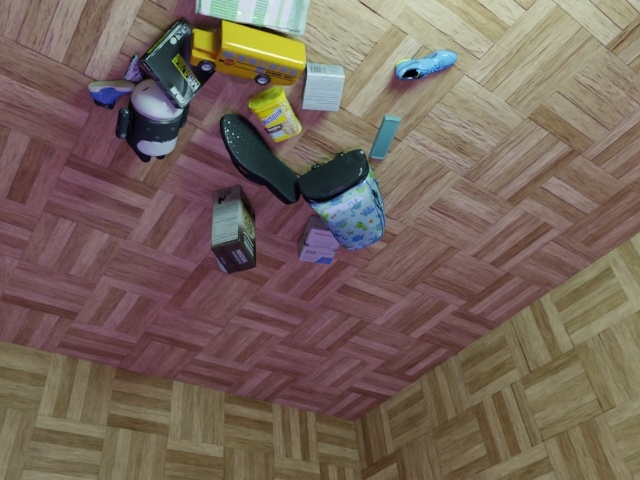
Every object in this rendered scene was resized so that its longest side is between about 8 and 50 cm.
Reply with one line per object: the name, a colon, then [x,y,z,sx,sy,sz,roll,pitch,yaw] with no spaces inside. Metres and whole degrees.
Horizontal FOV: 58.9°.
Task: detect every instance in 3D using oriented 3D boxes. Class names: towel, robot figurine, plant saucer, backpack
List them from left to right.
robot figurine: [-0.546,-0.392,1.851,0.173,0.209,0.278,21,132,-7]
towel: [-0.181,-0.728,1.607,0.324,0.038,0.248,7,128,-14]
backpack: [0.114,-0.133,2.197,0.289,0.274,0.355,-24,148,8]
plant saucer: [0.238,-0.376,2.090,0.067,0.018,0.192,6,137,-14]

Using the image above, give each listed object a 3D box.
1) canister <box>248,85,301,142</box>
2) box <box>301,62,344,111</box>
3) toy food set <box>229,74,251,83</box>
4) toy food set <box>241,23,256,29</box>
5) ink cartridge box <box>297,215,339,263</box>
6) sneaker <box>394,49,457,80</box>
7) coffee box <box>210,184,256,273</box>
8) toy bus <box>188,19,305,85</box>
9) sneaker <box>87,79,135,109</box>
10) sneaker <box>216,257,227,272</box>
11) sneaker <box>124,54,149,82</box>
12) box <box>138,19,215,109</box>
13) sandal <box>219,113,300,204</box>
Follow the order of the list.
canister: [-0.151,-0.427,1.938,0.126,0.074,0.170,-19,138,14]
box: [0.006,-0.505,1.873,0.126,0.072,0.137,2,137,-10]
toy food set: [-0.252,-0.543,1.834,0.082,0.020,0.083,4,137,-12]
toy food set: [-0.222,-0.650,1.721,0.077,0.019,0.122,5,140,-13]
ink cartridge box: [0.000,0.000,2.421,0.148,0.086,0.203,9,135,-17]
sneaker: [0.349,-0.563,1.852,0.209,0.082,0.069,-12,136,3]
coffee box: [-0.329,-0.044,2.169,0.118,0.297,0.168,-15,138,9]
toy bus: [-0.221,-0.564,1.710,0.332,0.108,0.130,7,157,-25]
sneaker: [-0.664,-0.467,1.830,0.151,0.058,0.085,-2,132,1]
sneaker: [-0.395,0.091,2.419,0.094,0.151,0.256,2,139,-12]
sneaker: [-0.571,-0.537,1.787,0.069,0.038,0.098,18,142,-27]
box: [-0.428,-0.531,1.717,0.045,0.184,0.191,15,151,37]
sandal: [-0.234,-0.270,2.044,0.106,0.168,0.446,-11,141,32]
